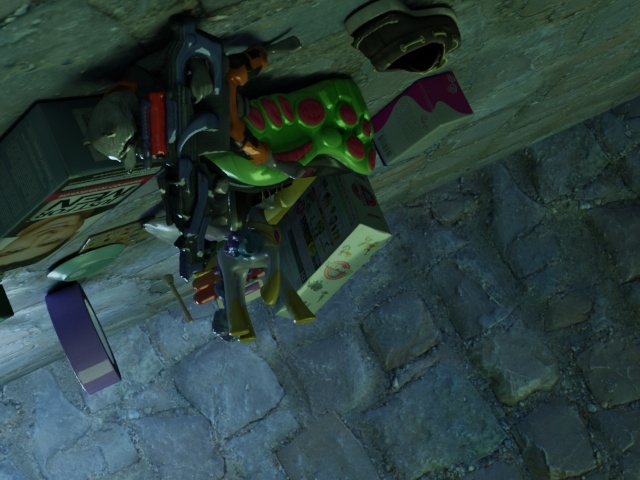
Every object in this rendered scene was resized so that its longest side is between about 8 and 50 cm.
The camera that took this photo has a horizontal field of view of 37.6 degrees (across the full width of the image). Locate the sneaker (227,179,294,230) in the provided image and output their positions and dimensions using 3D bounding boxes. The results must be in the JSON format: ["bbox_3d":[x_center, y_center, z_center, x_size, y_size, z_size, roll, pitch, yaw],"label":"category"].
[{"bbox_3d":[-0.108,-0.101,1.739,0.118,0.222,0.083,7,135,-3],"label":"sneaker"}]

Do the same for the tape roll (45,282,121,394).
[{"bbox_3d":[-0.597,0.247,2.377,0.090,0.275,0.275,-25,173,-11],"label":"tape roll"}]

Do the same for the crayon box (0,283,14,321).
[{"bbox_3d":[-0.802,0.172,1.904,0.202,0.081,0.318,-27,173,17],"label":"crayon box"}]

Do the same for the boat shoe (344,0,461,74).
[{"bbox_3d":[0.152,-0.316,1.519,0.116,0.097,0.324,-29,172,28],"label":"boat shoe"}]

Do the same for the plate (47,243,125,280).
[{"bbox_3d":[-0.532,0.057,2.155,0.188,0.024,0.188,-25,174,-3],"label":"plate"}]

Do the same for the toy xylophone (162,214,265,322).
[{"bbox_3d":[-0.257,0.077,2.287,0.236,0.322,0.081,-30,130,-15],"label":"toy xylophone"}]

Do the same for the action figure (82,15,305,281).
[{"bbox_3d":[-0.169,-0.133,1.272,0.330,0.342,0.178,-8,-158,-44],"label":"action figure"}]

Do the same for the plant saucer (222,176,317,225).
[{"bbox_3d":[-0.062,-0.109,2.410,0.332,0.081,0.333,-22,172,-32],"label":"plant saucer"}]

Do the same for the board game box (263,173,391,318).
[{"bbox_3d":[0.000,0.000,2.078,0.097,0.224,0.303,20,125,-34],"label":"board game box"}]

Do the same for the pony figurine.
[{"bbox_3d":[-0.174,0.027,2.018,0.351,0.364,0.302,-23,161,41],"label":"pony figurine"}]

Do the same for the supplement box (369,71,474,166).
[{"bbox_3d":[0.214,-0.265,2.070,0.113,0.111,0.220,-21,172,-34],"label":"supplement box"}]

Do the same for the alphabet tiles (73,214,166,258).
[{"bbox_3d":[-0.436,-0.010,2.126,0.237,0.009,0.198,-21,172,-32],"label":"alphabet tiles"}]

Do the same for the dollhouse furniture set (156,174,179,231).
[{"bbox_3d":[-0.224,-0.076,1.815,0.123,0.144,0.151,-26,137,1],"label":"dollhouse furniture set"}]

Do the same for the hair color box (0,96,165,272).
[{"bbox_3d":[-0.400,-0.070,1.361,0.374,0.114,0.185,-30,172,40],"label":"hair color box"}]

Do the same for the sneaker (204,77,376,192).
[{"bbox_3d":[-0.058,-0.182,1.656,0.202,0.185,0.482,-8,-179,34],"label":"sneaker"}]
